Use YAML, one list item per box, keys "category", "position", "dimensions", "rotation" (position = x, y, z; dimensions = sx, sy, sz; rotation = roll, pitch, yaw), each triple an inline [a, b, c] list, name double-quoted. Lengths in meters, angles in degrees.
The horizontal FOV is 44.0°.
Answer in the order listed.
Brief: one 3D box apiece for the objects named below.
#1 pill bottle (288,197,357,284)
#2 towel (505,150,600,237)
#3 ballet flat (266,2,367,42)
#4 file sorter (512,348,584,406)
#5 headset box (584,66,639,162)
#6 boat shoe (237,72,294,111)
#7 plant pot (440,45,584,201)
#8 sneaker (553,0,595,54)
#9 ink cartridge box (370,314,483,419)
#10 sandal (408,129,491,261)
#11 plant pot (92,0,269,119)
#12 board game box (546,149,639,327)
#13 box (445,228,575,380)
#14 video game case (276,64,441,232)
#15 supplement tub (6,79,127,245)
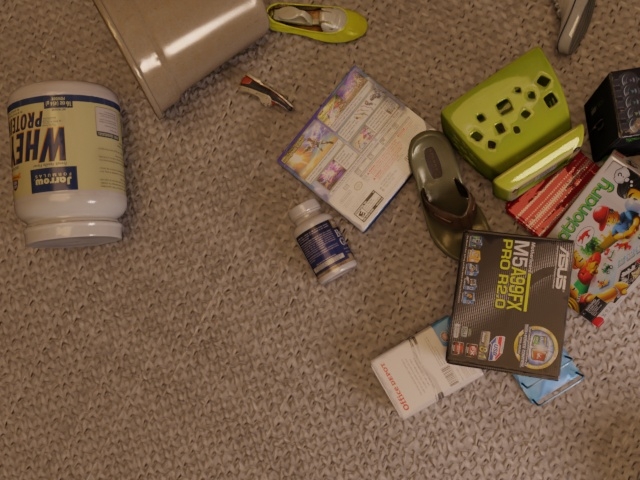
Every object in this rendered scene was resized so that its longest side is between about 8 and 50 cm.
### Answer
- category: "pill bottle"
  position: [0.000, 0.000, 1.679]
  dimensions: [0.094, 0.094, 0.170]
  rotation: [-29, 83, 5]
- category: "towel"
  position: [0.547, -0.050, 1.643]
  dimensions: [0.275, 0.031, 0.199]
  rotation: [42, 92, 8]
- category: "ballet flat"
  position: [-0.014, -0.481, 1.725]
  dimensions: [0.230, 0.077, 0.077]
  rotation: [8, 86, 8]
- category: "file sorter"
  position: [0.436, 0.232, 1.600]
  dimensions: [0.118, 0.104, 0.170]
  rotation: [-33, 82, 3]
- category: "headset box"
  position: [0.665, -0.252, 1.533]
  dimensions: [0.282, 0.246, 0.131]
  rotation: [-8, 84, 6]
- category: "boat shoe"
  position: [-0.120, -0.318, 1.742]
  dimensions: [0.137, 0.049, 0.043]
  rotation: [34, 94, 11]
- category: "plant pot"
  position: [0.388, -0.212, 1.568]
  dimensions: [0.227, 0.228, 0.207]
  rotation: [-33, 79, 7]
- category: "sneaker"
  position: [0.527, -0.513, 1.661]
  dimensions: [0.091, 0.094, 0.258]
  rotation: [16, 83, 26]
- category: "ink cartridge box"
  position: [0.219, 0.261, 1.637]
  dimensions: [0.190, 0.082, 0.140]
  rotation: [-31, 82, 6]
- category: "sandal"
  position: [0.262, -0.080, 1.629]
  dimensions: [0.120, 0.086, 0.303]
  rotation: [-27, 104, 4]
- category: "plant pot"
  position: [-0.288, -0.472, 1.665]
  dimensions: [0.305, 0.334, 0.334]
  rotation: [-29, 83, -7]
- category: "board game box"
  position: [0.561, 0.001, 1.552]
  dimensions: [0.193, 0.053, 0.305]
  rotation: [37, 121, 12]
- category: "box"
  position: [0.369, 0.123, 1.539]
  dimensions: [0.216, 0.060, 0.270]
  rotation: [7, 80, 17]
- category: "video game case"
  position: [0.084, -0.194, 1.699]
  dimensions: [0.244, 0.061, 0.270]
  rotation: [40, 91, 7]
- category: "supplement tub"
  position: [-0.537, -0.156, 1.691]
  dimensions: [0.235, 0.235, 0.325]
  rotation: [-7, 85, 7]
